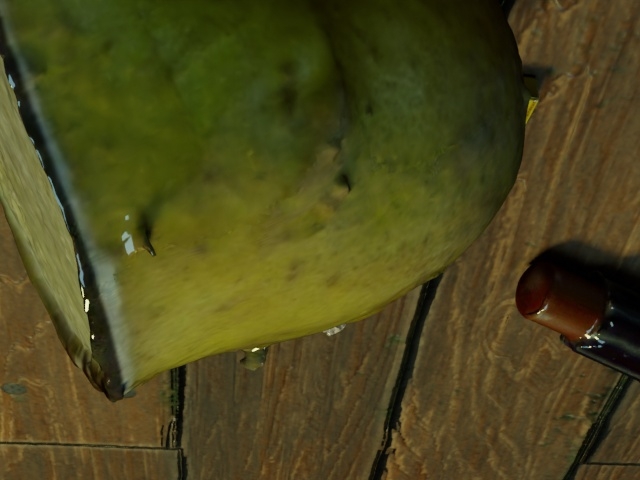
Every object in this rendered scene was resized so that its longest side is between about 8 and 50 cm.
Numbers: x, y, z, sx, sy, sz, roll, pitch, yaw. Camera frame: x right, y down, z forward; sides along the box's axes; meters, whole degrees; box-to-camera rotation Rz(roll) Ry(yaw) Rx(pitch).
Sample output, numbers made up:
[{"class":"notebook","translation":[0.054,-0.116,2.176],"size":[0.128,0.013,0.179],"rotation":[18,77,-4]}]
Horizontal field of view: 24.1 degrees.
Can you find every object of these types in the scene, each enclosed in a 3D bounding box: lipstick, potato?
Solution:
[{"class":"lipstick","translation":[0.282,0.089,1.221],"size":[0.300,0.081,0.081],"rotation":[22,142,-28]},{"class":"potato","translation":[-0.052,-0.126,0.788],"size":[0.296,0.290,0.397],"rotation":[-22,111,-17]}]

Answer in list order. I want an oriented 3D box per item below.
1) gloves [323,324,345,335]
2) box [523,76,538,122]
[{"class":"gloves","translation":[0.006,0.007,1.072],"size":[0.144,0.110,0.094],"rotation":[2,-169,-2]},{"class":"box","translation":[0.058,-0.084,0.992],"size":[0.155,0.023,0.087],"rotation":[6,145,-10]}]
